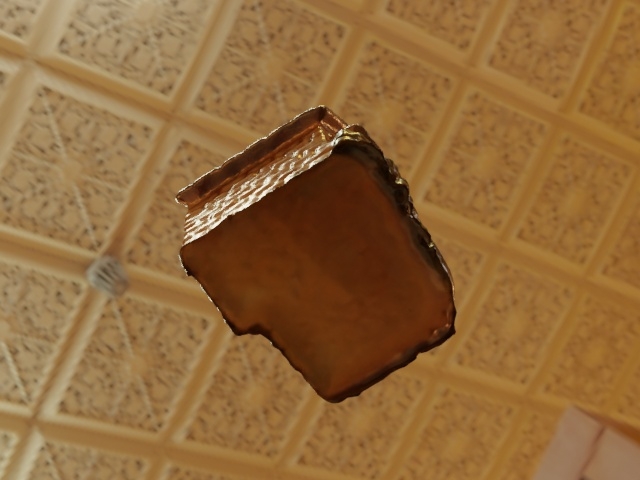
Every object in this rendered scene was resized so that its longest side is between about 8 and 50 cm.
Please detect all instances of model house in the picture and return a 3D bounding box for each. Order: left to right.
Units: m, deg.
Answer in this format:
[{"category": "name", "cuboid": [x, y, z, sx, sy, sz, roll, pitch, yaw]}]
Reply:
[{"category": "model house", "cuboid": [0.000, 0.000, 1.186, 0.166, 0.172, 0.183, -32, -68, 6]}]
